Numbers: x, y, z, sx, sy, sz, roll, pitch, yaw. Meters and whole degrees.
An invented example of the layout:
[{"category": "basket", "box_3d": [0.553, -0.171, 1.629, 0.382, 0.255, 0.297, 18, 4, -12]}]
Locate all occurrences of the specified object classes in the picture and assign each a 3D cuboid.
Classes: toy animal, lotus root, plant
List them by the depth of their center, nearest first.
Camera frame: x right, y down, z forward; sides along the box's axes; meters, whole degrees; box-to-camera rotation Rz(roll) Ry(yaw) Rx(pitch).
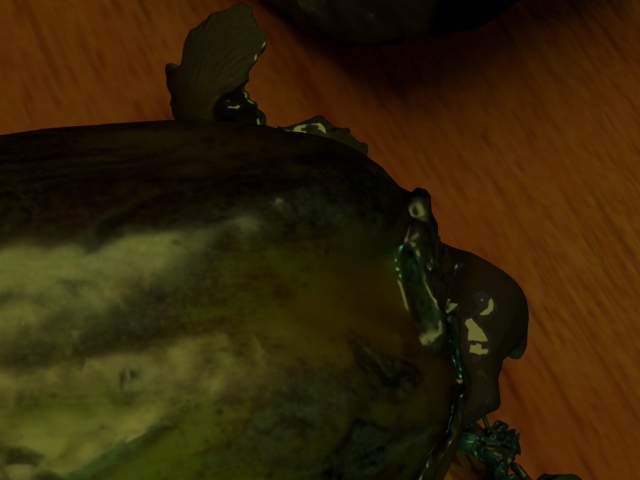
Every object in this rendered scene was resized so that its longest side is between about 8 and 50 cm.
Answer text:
[{"category": "lotus root", "box_3d": [-0.133, 0.064, 0.566, 0.398, 0.179, 0.196, -11, 64, -14]}, {"category": "plant", "box_3d": [0.090, 0.116, 0.713, 0.051, 0.051, 0.102, -20, 47, -32]}, {"category": "toy animal", "box_3d": [0.000, 0.000, 0.760, 0.214, 0.093, 0.186, 26, 56, 4]}]

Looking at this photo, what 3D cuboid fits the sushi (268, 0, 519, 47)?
[{"category": "sushi", "box_3d": [0.080, -0.272, 0.890, 0.294, 0.281, 0.299, -27, 49, -36]}]
